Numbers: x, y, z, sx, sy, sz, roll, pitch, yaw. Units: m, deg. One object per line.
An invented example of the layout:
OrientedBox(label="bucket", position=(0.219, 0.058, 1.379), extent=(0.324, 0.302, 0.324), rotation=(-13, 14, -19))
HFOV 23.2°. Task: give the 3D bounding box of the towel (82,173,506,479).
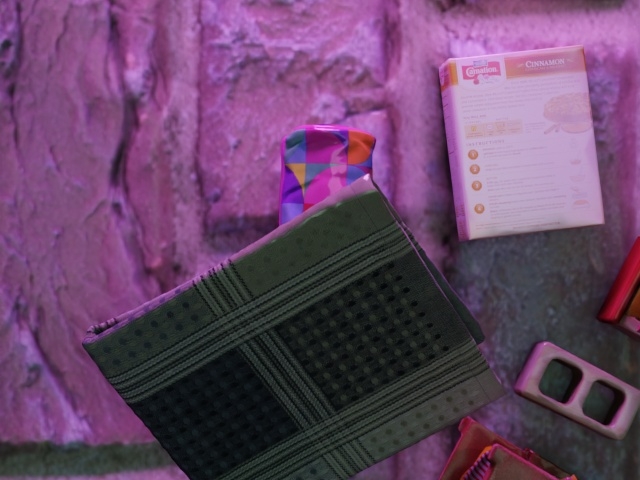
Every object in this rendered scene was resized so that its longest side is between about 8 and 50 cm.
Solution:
OrientedBox(label="towel", position=(-0.017, 0.114, 1.488), extent=(0.324, 0.056, 0.312), rotation=(-29, 124, 8))

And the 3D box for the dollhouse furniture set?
OrientedBox(label="dollhouse furniture set", position=(0.252, 0.156, 1.529), extent=(0.152, 0.201, 0.374), rotation=(27, 87, -4))

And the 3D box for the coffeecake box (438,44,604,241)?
OrientedBox(label="coffeecake box", position=(0.205, -0.099, 1.597), extent=(0.142, 0.068, 0.185), rotation=(-6, 89, -5))

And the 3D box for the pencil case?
OrientedBox(label="pencil case", position=(0.000, 0.000, 1.564), extent=(0.104, 0.104, 0.236), rotation=(6, 87, -5))
